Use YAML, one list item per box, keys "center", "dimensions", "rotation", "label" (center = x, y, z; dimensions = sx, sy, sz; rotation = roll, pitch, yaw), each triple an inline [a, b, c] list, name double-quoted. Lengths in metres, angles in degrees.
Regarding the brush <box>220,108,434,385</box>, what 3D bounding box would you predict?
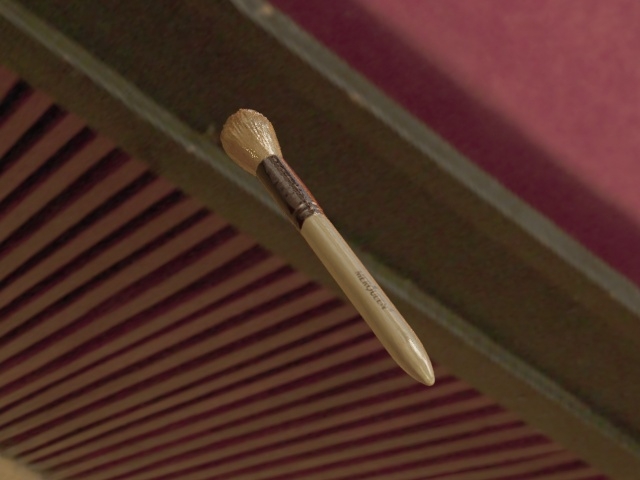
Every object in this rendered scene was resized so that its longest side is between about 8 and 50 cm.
- center: [0.000, 0.000, 0.886]
  dimensions: [0.299, 0.042, 0.039]
  rotation: [55, 5, 37]
  label: "brush"
